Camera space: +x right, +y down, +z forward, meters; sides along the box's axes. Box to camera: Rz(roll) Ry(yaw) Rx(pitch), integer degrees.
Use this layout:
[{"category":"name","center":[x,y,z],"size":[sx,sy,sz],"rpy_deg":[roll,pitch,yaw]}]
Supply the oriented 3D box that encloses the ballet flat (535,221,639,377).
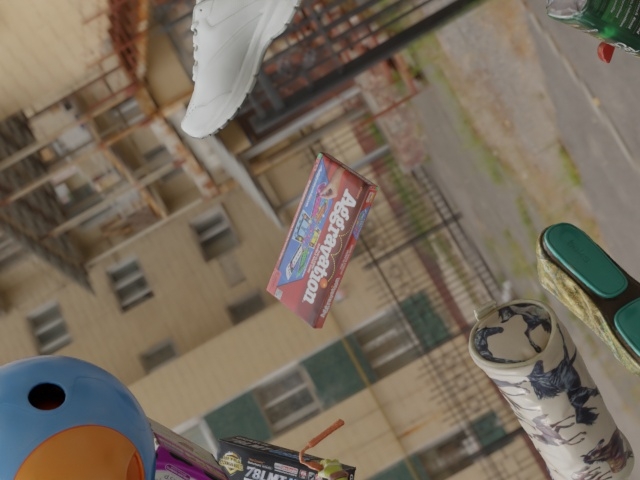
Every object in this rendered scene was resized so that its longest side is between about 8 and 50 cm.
[{"category":"ballet flat","center":[0.448,0.115,1.703],"size":[0.348,0.123,0.123],"rpy_deg":[50,176,32]}]

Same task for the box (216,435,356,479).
[{"category":"box","center":[-0.081,0.549,2.173],"size":[0.073,0.295,0.293],"rpy_deg":[3,-87,-56]}]

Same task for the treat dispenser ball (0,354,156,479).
[{"category":"treat dispenser ball","center":[-0.363,0.297,1.507],"size":[0.288,0.288,0.288],"rpy_deg":[60,-178,-3]}]

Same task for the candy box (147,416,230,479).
[{"category":"candy box","center":[-0.255,0.404,2.029],"size":[0.159,0.071,0.233],"rpy_deg":[33,176,-14]}]

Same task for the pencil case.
[{"category":"pencil case","center":[0.404,0.274,1.988],"size":[0.183,0.160,0.410],"rpy_deg":[30,160,54]}]

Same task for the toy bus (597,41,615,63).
[{"category":"toy bus","center":[0.508,-0.353,1.713],"size":[0.191,0.104,0.202],"rpy_deg":[123,160,-74]}]

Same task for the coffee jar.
[{"category":"coffee jar","center":[0.382,-0.284,1.428],"size":[0.184,0.079,0.096],"rpy_deg":[17,-174,-25]}]

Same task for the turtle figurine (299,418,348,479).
[{"category":"turtle figurine","center":[0.010,0.388,1.491],"size":[0.217,0.087,0.269],"rpy_deg":[59,-133,-30]}]

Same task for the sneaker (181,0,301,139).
[{"category":"sneaker","center":[-0.131,-0.279,1.580],"size":[0.129,0.297,0.111],"rpy_deg":[24,-159,-14]}]

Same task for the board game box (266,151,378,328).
[{"category":"board game box","center":[0.000,0.000,2.016],"size":[0.027,0.281,0.145],"rpy_deg":[3,-155,-46]}]
